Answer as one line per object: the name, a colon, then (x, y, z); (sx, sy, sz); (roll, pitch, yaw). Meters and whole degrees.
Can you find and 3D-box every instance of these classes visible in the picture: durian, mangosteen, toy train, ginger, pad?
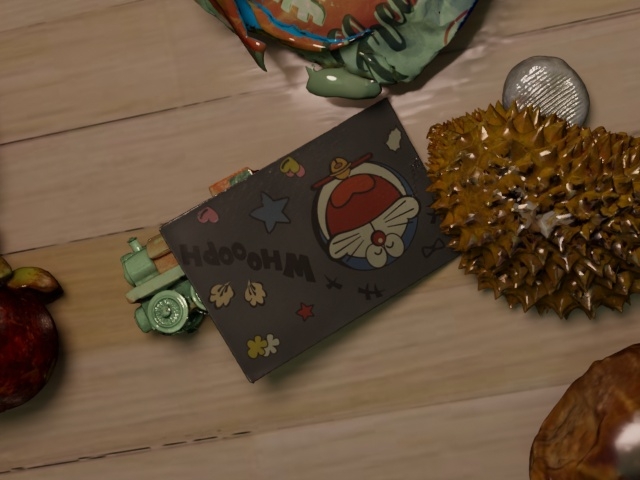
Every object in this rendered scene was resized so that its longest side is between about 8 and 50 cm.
durian: (0.206, -0.016, 0.839); (0.250, 0.138, 0.183); (16, 96, -2)
mangosteen: (-0.334, 0.083, 0.934); (0.146, 0.156, 0.181); (-45, 56, 33)
toy train: (-0.112, 0.016, 0.926); (0.176, 0.074, 0.118); (-26, 83, 10)
ginger: (0.314, 0.235, 0.839); (0.274, 0.152, 0.357); (7, 97, 7)
pad: (0.000, 0.000, 0.889); (0.246, 0.006, 0.170); (-31, 98, -11)

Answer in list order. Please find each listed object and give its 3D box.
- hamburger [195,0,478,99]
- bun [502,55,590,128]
hamburger: (0.011, -0.268, 0.837); (0.276, 0.150, 0.260); (41, 123, -18)
bun: (0.204, -0.129, 0.882); (0.083, 0.045, 0.083); (1, 111, 4)
